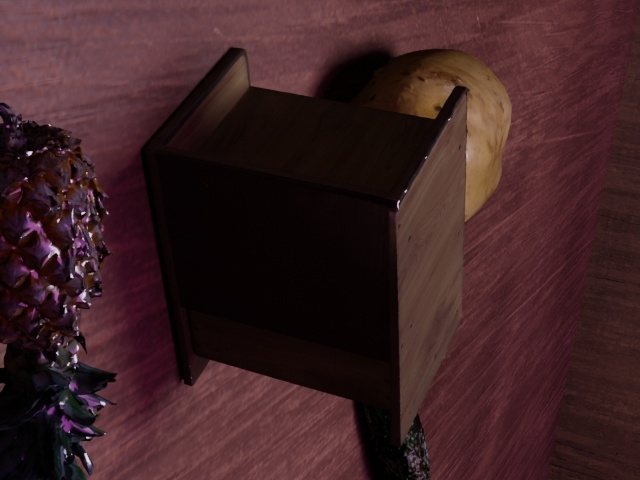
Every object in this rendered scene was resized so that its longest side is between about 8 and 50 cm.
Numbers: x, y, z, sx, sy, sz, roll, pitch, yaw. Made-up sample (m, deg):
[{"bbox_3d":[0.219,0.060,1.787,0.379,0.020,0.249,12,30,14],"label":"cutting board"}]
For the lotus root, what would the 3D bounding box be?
[{"bbox_3d":[0.090,-0.087,1.136,0.284,0.146,0.160,-30,112,-61],"label":"lotus root"}]

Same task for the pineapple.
[{"bbox_3d":[-0.148,0.037,0.631,0.103,0.083,0.221,-75,169,-62],"label":"pineapple"}]

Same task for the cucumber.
[{"bbox_3d":[0.088,0.226,1.458,0.293,0.067,0.067,76,33,-52],"label":"cucumber"}]

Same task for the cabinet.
[{"bbox_3d":[0.000,0.000,0.888,0.148,0.175,0.215,-57,152,-44],"label":"cabinet"}]
